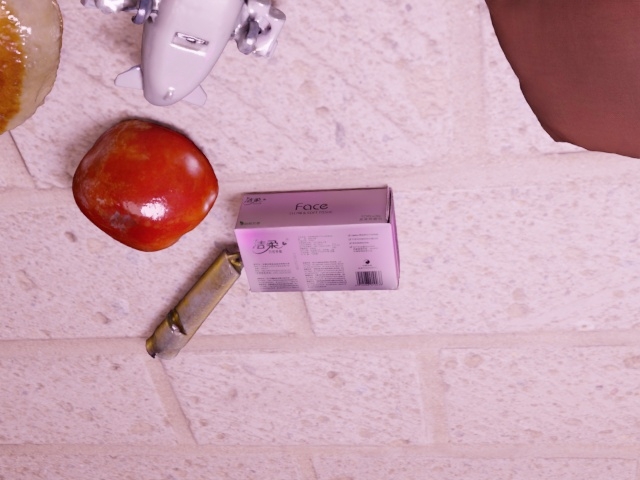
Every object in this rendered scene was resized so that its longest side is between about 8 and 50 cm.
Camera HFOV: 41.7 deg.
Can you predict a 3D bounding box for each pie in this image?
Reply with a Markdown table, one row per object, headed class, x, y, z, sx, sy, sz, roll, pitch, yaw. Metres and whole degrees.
| class | x | y | z | sx | sy | sz | roll | pitch | yaw |
| --- | --- | --- | --- | --- | --- | --- | --- | --- | --- |
| pie | -0.511 | -0.288 | 1.171 | 0.315 | 0.092 | 0.315 | 5 | 133 | 6 |

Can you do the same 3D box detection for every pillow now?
| class | x | y | z | sx | sy | sz | roll | pitch | yaw |
| --- | --- | --- | --- | --- | --- | --- | --- | --- | --- |
| pillow | 0.347 | -0.213 | 1.016 | 0.308 | 0.108 | 0.305 | 21 | 152 | 52 |

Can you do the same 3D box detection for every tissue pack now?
| class | x | y | z | sx | sy | sz | roll | pitch | yaw |
| --- | --- | --- | --- | --- | --- | --- | --- | --- | --- |
| tissue pack | 0.000 | 0.000 | 1.342 | 0.246 | 0.092 | 0.148 | -1 | 132 | 9 |

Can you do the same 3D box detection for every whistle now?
| class | x | y | z | sx | sy | sz | roll | pitch | yaw |
| --- | --- | --- | --- | --- | --- | --- | --- | --- | --- |
| whistle | -0.220 | 0.114 | 1.504 | 0.068 | 0.057 | 0.326 | -11 | 152 | -47 |

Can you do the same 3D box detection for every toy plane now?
| class | x | y | z | sx | sy | sz | roll | pitch | yaw |
| --- | --- | --- | --- | --- | --- | --- | --- | --- | --- |
| toy plane | -0.177 | -0.282 | 1.101 | 0.266 | 0.123 | 0.267 | -8 | 141 | -7 |

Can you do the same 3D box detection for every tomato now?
| class | x | y | z | sx | sy | sz | roll | pitch | yaw |
| --- | --- | --- | --- | --- | --- | --- | --- | --- | --- |
| tomato | -0.285 | -0.065 | 1.298 | 0.200 | 0.140 | 0.233 | 42 | 125 | -18 |
